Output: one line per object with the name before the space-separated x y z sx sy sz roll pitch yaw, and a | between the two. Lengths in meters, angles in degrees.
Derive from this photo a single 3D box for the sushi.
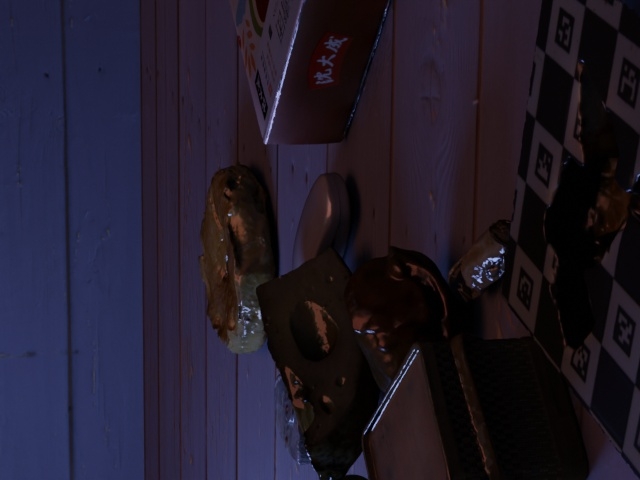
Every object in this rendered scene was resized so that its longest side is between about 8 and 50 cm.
sushi | 0.260 -0.019 1.201 0.359 0.064 0.343 -120 30 -59

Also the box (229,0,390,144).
box | -0.028 -0.387 2.029 0.344 0.122 0.385 109 153 -51

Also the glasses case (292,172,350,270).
glasses case | 0.000 0.000 2.104 0.233 0.059 0.092 105 158 -47

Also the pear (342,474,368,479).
pear | 0.038 0.357 1.959 0.092 0.097 0.092 172 90 -75

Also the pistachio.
pistachio | 0.100 0.105 1.661 0.165 0.131 0.210 123 133 -59

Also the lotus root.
lotus root | 0.013 0.161 1.978 0.210 0.142 0.314 69 -177 -67

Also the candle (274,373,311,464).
candle | -0.019 0.253 2.196 0.192 0.068 0.168 105 155 -56

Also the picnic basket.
picnic basket | 0.146 0.216 1.490 0.266 0.139 0.165 112 151 -56

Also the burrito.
burrito | 0.175 0.019 1.538 0.055 0.041 0.149 67 154 17

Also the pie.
pie | -0.148 0.036 2.583 0.339 0.083 0.339 178 90 -71
